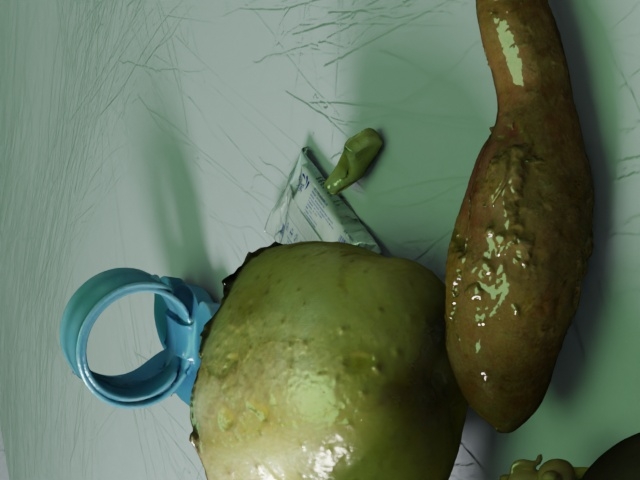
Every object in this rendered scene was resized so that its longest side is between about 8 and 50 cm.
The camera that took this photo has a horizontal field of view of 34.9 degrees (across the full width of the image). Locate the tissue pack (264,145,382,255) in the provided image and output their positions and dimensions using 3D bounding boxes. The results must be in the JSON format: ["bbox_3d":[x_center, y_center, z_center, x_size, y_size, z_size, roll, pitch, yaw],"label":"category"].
[{"bbox_3d":[0.000,0.000,1.075,0.193,0.026,0.123,55,138,41],"label":"tissue pack"}]

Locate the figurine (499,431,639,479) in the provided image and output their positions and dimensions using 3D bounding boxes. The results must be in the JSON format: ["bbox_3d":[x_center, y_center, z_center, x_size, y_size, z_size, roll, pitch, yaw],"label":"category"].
[{"bbox_3d":[0.214,0.199,0.630,0.275,0.158,0.161,-44,16,54],"label":"figurine"}]

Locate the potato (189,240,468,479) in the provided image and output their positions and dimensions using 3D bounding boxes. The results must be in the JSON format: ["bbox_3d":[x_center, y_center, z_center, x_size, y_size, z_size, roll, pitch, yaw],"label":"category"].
[{"bbox_3d":[0.028,0.126,0.875,0.242,0.242,0.285,-23,53,59],"label":"potato"}]

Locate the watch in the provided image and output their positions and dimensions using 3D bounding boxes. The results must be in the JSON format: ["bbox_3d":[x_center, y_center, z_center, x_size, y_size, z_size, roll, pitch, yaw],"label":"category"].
[{"bbox_3d":[-0.235,0.136,1.333,0.211,0.193,0.211,9,100,60],"label":"watch"}]

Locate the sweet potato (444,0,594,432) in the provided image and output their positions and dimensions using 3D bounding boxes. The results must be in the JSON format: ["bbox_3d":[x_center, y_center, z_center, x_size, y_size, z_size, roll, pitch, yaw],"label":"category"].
[{"bbox_3d":[0.148,-0.045,0.746,0.109,0.109,0.385,9,97,59],"label":"sweet potato"}]

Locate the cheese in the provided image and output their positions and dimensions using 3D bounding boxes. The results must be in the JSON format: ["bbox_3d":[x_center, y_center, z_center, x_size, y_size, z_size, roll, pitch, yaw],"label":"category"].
[{"bbox_3d":[0.030,-0.075,0.997,0.030,0.044,0.083,55,139,16],"label":"cheese"}]
